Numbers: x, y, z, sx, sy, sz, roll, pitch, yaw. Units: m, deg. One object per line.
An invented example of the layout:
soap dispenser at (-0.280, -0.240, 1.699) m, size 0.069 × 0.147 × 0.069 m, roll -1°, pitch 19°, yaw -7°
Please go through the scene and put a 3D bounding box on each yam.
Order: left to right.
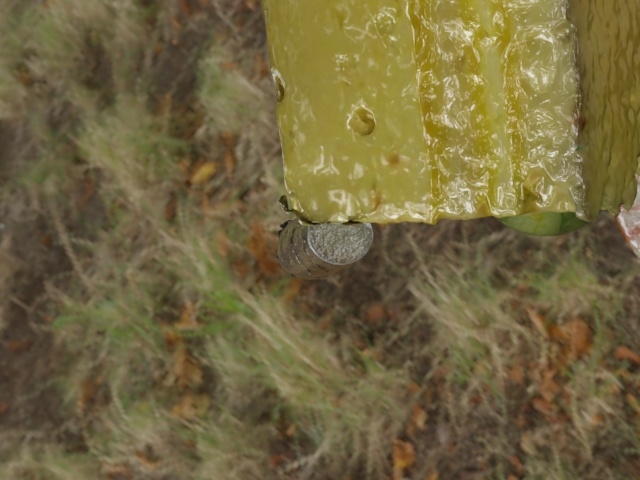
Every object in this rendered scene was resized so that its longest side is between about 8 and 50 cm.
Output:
yam at (0.002, 0.000, 1.370) m, size 0.079 × 0.079 × 0.141 m, roll -60°, pitch 8°, yaw -14°

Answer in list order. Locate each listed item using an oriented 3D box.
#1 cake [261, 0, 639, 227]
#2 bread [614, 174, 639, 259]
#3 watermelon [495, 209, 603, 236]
cake at (0.079, -0.125, 0.881) m, size 0.286 × 0.222 × 0.227 m, roll -1°, pitch 98°, yaw 31°
bread at (0.419, -0.073, 1.132) m, size 0.327 × 0.295 × 0.114 m, roll -1°, pitch 21°, yaw 35°
watermelon at (0.266, -0.100, 1.505) m, size 0.188 × 0.188 × 0.215 m, roll -41°, pitch 4°, yaw 8°
